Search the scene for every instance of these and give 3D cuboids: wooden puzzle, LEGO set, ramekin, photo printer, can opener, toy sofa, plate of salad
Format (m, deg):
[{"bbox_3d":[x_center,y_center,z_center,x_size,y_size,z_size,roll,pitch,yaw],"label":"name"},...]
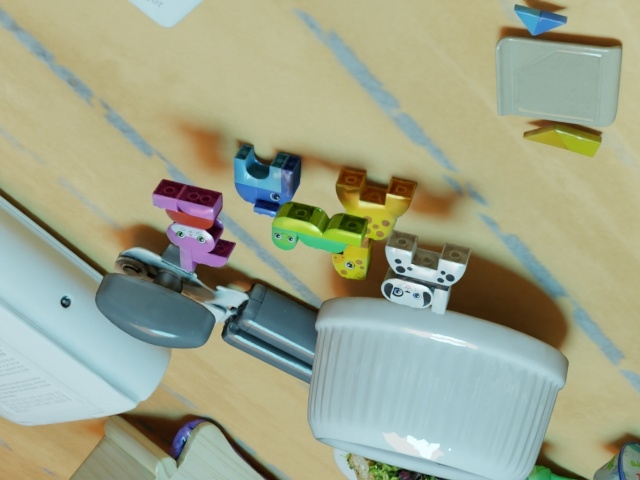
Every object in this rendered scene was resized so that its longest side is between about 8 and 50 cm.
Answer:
[{"bbox_3d":[0.143,-0.096,0.676,0.078,0.014,0.116,10,147,9],"label":"wooden puzzle"},{"bbox_3d":[0.000,0.000,0.829,0.227,0.087,0.093,13,133,12],"label":"LEGO set"},{"bbox_3d":[0.087,0.127,0.895,0.207,0.109,0.207,13,166,3],"label":"ramekin"},{"bbox_3d":[-0.334,0.061,1.098,0.256,0.107,0.307,-16,132,44],"label":"photo printer"},{"bbox_3d":[-0.064,0.093,1.000,0.283,0.095,0.076,28,148,-10],"label":"can opener"},{"bbox_3d":[-0.130,0.356,1.415,0.362,0.177,0.150,46,165,-34],"label":"toy sofa"},{"bbox_3d":[0.106,0.268,1.208,0.200,0.048,0.200,15,147,10],"label":"plate of salad"}]

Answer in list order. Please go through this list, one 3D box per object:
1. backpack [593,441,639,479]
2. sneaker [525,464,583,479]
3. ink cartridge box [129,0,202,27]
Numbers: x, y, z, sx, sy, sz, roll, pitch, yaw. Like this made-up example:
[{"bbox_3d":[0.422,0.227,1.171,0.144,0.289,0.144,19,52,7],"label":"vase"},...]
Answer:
[{"bbox_3d":[0.306,0.233,0.994,0.114,0.105,0.084,28,125,-9],"label":"backpack"},{"bbox_3d":[0.245,0.311,1.131,0.123,0.109,0.295,-14,141,33],"label":"sneaker"},{"bbox_3d":[-0.055,-0.242,0.477,0.197,0.114,0.273,37,144,-22],"label":"ink cartridge box"}]
